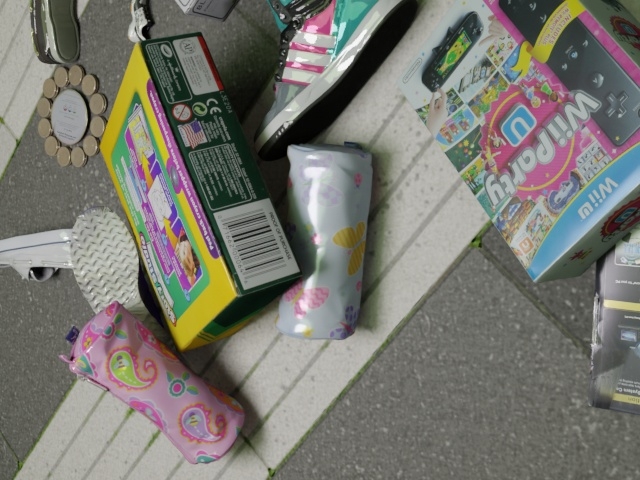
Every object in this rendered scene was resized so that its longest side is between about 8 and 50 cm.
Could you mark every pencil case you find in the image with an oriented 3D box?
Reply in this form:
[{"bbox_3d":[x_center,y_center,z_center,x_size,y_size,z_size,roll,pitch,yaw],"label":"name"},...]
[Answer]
[{"bbox_3d":[-0.245,0.216,1.191,0.124,0.124,0.284,-35,112,31],"label":"pencil case"},{"bbox_3d":[0.000,0.000,1.093,0.124,0.113,0.273,9,99,38],"label":"pencil case"}]

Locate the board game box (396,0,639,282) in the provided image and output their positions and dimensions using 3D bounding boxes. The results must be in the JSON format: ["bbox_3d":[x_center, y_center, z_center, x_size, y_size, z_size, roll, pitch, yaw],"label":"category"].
[{"bbox_3d":[0.241,-0.144,0.847,0.224,0.097,0.303,-52,55,37],"label":"board game box"}]

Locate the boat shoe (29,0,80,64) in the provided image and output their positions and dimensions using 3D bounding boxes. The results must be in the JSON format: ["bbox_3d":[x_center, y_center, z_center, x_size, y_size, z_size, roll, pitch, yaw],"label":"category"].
[{"bbox_3d":[-0.472,-0.423,1.391,0.068,0.081,0.228,4,98,29],"label":"boat shoe"}]

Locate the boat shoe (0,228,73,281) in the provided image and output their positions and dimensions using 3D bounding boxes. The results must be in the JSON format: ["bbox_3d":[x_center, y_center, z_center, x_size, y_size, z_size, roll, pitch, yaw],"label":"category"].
[{"bbox_3d":[-0.520,0.034,1.452,0.258,0.095,0.084,-10,84,35],"label":"boat shoe"}]

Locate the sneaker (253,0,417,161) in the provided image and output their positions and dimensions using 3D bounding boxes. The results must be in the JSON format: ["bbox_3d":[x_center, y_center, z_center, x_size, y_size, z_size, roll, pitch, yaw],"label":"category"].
[{"bbox_3d":[-0.029,-0.265,1.081,0.295,0.123,0.178,-47,74,19],"label":"sneaker"}]

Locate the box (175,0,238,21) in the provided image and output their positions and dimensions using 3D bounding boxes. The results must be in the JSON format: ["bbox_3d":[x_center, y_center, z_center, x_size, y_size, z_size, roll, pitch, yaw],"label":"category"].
[{"bbox_3d":[-0.205,-0.491,1.205,0.169,0.087,0.290,-48,68,26],"label":"box"}]

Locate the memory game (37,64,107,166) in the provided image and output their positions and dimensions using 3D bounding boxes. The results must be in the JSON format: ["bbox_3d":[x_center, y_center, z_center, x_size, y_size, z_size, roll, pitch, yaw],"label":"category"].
[{"bbox_3d":[-0.446,-0.222,1.432,0.186,0.012,0.186,3,96,33],"label":"memory game"}]

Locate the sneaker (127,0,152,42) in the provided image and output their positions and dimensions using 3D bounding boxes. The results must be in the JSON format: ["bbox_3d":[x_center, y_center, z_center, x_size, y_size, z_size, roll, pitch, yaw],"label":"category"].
[{"bbox_3d":[-0.291,-0.366,1.310,0.036,0.032,0.083,14,107,18],"label":"sneaker"}]

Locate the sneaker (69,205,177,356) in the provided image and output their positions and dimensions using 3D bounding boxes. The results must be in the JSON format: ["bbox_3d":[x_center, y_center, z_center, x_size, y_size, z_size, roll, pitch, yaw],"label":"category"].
[{"bbox_3d":[-0.328,0.087,1.296,0.294,0.102,0.146,71,164,-10],"label":"sneaker"}]

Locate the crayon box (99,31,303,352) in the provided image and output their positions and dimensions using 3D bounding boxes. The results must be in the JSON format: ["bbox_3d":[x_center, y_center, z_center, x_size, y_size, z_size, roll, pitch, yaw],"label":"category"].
[{"bbox_3d":[-0.188,-0.053,1.144,0.363,0.106,0.313,67,152,11],"label":"crayon box"}]

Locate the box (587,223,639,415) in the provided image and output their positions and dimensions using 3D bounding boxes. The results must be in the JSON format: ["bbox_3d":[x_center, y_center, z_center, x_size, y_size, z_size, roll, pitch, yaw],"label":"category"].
[{"bbox_3d":[0.480,0.039,0.788,0.394,0.097,0.319,4,94,34],"label":"box"}]
